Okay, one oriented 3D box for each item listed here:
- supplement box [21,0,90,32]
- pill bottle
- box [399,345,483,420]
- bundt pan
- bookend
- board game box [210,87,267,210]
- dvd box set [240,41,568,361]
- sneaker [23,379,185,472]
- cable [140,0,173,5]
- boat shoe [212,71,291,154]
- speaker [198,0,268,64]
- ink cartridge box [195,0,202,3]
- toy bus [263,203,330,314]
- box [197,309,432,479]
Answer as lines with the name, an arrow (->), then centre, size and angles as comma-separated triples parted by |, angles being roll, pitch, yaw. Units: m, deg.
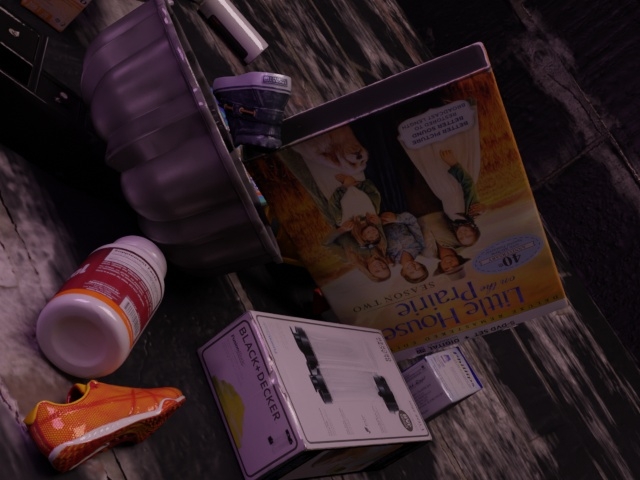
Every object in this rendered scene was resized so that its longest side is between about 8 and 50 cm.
supplement box -> -0.327, -0.323, 1.091 | 0.062, 0.098, 0.036 | 35, 29, -36
pill bottle -> -0.200, 0.056, 0.813 | 0.086, 0.086, 0.152 | 47, 23, -13
box -> 0.139, 0.214, 1.183 | 0.072, 0.126, 0.137 | 59, 23, 16
bundt pan -> -0.163, -0.102, 0.956 | 0.331, 0.124, 0.331 | 156, -90, -88
bookend -> -0.318, -0.174, 0.932 | 0.157, 0.072, 0.156 | 38, 27, -33
board game box -> -0.145, -0.128, 1.227 | 0.210, 0.047, 0.160 | 57, 23, 10
dvd box set -> 0.124, -0.016, 1.099 | 0.062, 0.307, 0.420 | -95, 162, -48
sneaker -> -0.181, 0.147, 0.753 | 0.067, 0.064, 0.175 | 50, 18, 18
cable -> -0.315, -0.426, 1.133 | 0.257, 0.089, 0.257 | 36, -5, -42
boat shoe -> -0.088, -0.144, 0.985 | 0.065, 0.083, 0.183 | 7, 2, -21
speaker -> -0.159, -0.392, 1.564 | 0.136, 0.055, 0.055 | 48, 23, -14
ink cartridge box -> -0.281, -0.518, 1.480 | 0.231, 0.078, 0.134 | 9, 48, -59
toy bus -> -0.005, -0.007, 1.251 | 0.191, 0.104, 0.202 | -51, 139, -38
box -> 0.001, 0.185, 1.011 | 0.290, 0.087, 0.169 | 15, 43, -56
